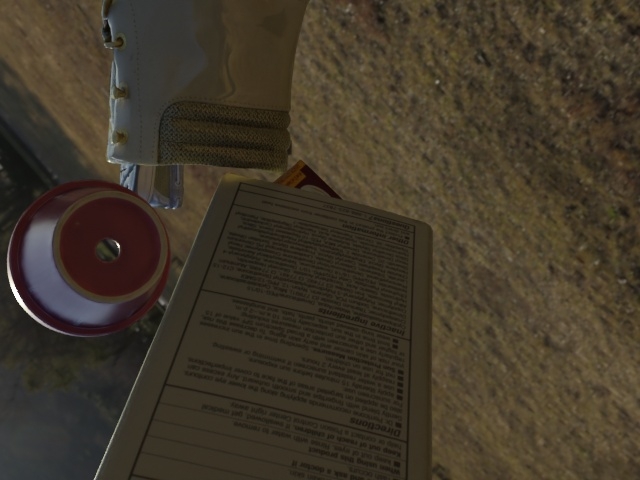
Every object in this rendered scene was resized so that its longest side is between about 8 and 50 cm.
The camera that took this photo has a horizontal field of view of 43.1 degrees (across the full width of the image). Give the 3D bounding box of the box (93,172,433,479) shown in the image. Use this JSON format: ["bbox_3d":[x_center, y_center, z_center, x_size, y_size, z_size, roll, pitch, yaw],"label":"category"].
[{"bbox_3d":[-0.024,0.105,0.421,0.148,0.311,0.121,15,126,-1],"label":"box"}]

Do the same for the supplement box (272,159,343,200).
[{"bbox_3d":[0.000,0.000,1.048,0.188,0.104,0.081,44,125,-1],"label":"supplement box"}]

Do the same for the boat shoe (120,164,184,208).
[{"bbox_3d":[-0.247,-0.207,1.313,0.103,0.320,0.118,5,-168,-32],"label":"boat shoe"}]

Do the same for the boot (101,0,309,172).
[{"bbox_3d":[-0.131,-0.150,0.503,0.262,0.203,0.095,9,-167,-8],"label":"boot"}]

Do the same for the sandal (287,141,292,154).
[{"bbox_3d":[-0.146,-0.223,1.513,0.446,0.167,0.107,-104,7,-71],"label":"sandal"}]

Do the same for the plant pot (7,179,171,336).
[{"bbox_3d":[-0.268,0.016,0.985,0.201,0.201,0.180,51,157,-12],"label":"plant pot"}]
